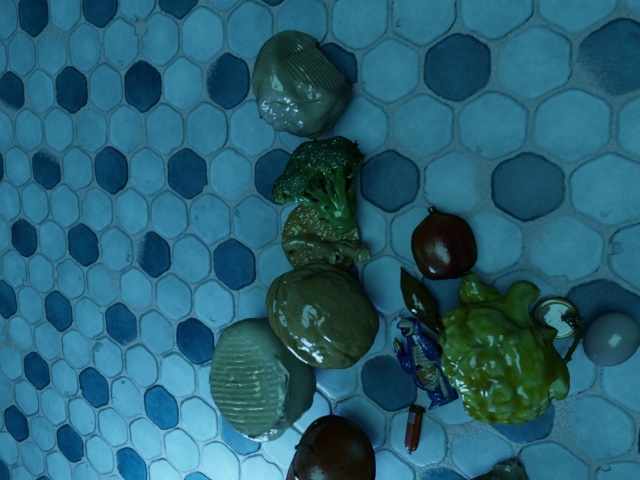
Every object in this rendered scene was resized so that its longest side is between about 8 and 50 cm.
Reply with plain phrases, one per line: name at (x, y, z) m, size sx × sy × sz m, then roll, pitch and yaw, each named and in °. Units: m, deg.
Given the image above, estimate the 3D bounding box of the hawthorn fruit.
hawthorn fruit at (0.303, 0.007, 1.123) m, size 0.169 × 0.169 × 0.188 m, roll -26°, pitch 87°, yaw 24°

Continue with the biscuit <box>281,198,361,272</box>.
biscuit at (0.000, 0.000, 1.316) m, size 0.254 × 0.035 × 0.254 m, roll 3°, pitch 98°, yaw 22°

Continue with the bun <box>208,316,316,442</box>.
bun at (-0.163, 0.412, 1.349) m, size 0.359 × 0.211 × 0.360 m, roll -2°, pitch 86°, yaw 28°

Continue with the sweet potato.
sweet potato at (0.286, 0.190, 1.198) m, size 0.075 × 0.075 × 0.269 m, roll -40°, pitch 84°, yaw 22°

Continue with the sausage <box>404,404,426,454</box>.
sausage at (0.267, 0.546, 1.267) m, size 0.050 × 0.048 × 0.145 m, roll 2°, pitch 100°, yaw -16°

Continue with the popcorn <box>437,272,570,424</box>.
popcorn at (0.409, 0.264, 1.045) m, size 0.335 × 0.279 × 0.274 m, roll 53°, pitch 141°, yaw -4°

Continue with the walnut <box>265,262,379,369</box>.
walnut at (0.001, 0.199, 1.196) m, size 0.313 × 0.277 × 0.252 m, roll 39°, pitch 97°, yaw -26°

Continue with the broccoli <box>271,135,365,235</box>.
broccoli at (0.007, -0.138, 1.187) m, size 0.269 × 0.254 × 0.269 m, roll 7°, pitch 108°, yaw 22°

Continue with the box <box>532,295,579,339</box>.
box at (0.578, 0.190, 1.090) m, size 0.105 × 0.037 × 0.105 m, roll 3°, pitch 97°, yaw 23°

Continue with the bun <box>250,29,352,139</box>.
bun at (-0.066, -0.402, 1.197) m, size 0.281 × 0.281 × 0.205 m, roll 50°, pitch 137°, yaw 10°

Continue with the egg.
egg at (0.667, 0.228, 1.020) m, size 0.103 × 0.103 × 0.135 m, roll 30°, pitch 111°, yaw 17°

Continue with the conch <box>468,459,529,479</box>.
conch at (0.475, 0.672, 1.178) m, size 0.155 × 0.130 × 0.207 m, roll 38°, pitch 87°, yaw -20°

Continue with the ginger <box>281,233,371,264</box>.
ginger at (0.008, 0.028, 1.259) m, size 0.288 × 0.075 × 0.089 m, roll 3°, pitch 66°, yaw 22°

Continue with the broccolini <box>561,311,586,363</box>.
broccolini at (0.588, 0.260, 1.054) m, size 0.052 × 0.054 × 0.194 m, roll 10°, pitch 104°, yaw 2°

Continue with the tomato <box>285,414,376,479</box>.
tomato at (0.037, 0.643, 1.262) m, size 0.265 × 0.265 × 0.265 m, roll 3°, pitch 98°, yaw 23°

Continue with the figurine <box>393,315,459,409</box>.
figurine at (0.288, 0.319, 1.196) m, size 0.164 × 0.120 × 0.262 m, roll -38°, pitch 70°, yaw 62°
